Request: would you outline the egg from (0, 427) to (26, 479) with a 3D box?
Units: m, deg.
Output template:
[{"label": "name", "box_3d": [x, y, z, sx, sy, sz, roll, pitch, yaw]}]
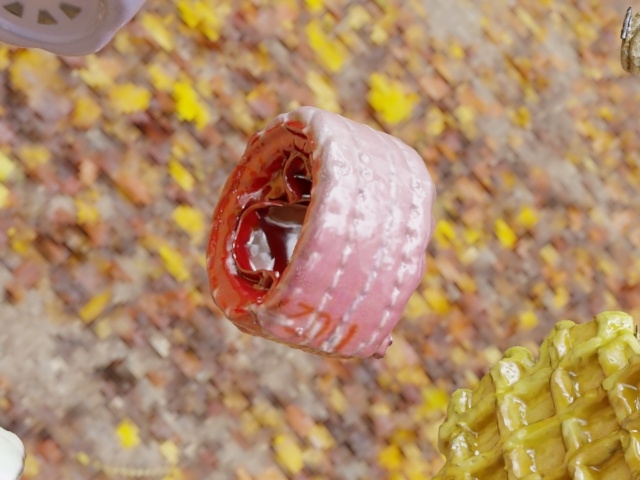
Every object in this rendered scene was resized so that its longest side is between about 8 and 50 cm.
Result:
[{"label": "egg", "box_3d": [-0.357, 0.187, 1.089, 0.201, 0.337, 0.337, 43, 31, -13]}]

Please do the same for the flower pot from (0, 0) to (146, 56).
[{"label": "flower pot", "box_3d": [-0.236, -0.313, 1.695, 0.265, 0.265, 0.243, 32, 53, -27]}]

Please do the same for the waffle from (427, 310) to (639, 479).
[{"label": "waffle", "box_3d": [0.159, 0.181, 1.191, 0.060, 0.307, 0.312, 39, 65, -32]}]

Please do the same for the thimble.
[{"label": "thimble", "box_3d": [0.000, -0.006, 1.448, 0.125, 0.163, 0.189, 20, 84, -35]}]

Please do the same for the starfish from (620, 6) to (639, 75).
[{"label": "starfish", "box_3d": [0.428, -0.210, 1.712, 0.303, 0.113, 0.312, 0, 30, -9]}]
